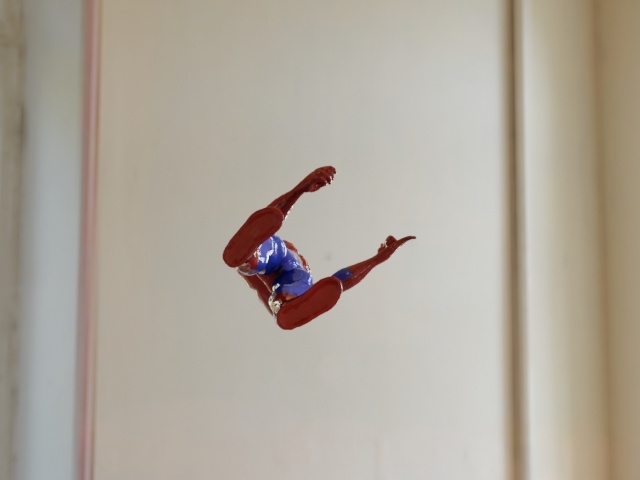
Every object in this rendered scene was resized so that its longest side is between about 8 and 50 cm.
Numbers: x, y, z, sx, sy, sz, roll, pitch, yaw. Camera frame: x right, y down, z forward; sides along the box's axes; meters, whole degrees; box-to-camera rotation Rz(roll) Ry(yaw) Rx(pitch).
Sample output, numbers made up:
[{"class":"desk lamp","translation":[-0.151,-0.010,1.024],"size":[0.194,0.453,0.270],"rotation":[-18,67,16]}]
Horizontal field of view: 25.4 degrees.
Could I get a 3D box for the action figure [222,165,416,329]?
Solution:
[{"class":"action figure","translation":[0.000,0.000,1.035],"size":[0.139,0.091,0.280],"rotation":[-38,1,-5]}]
